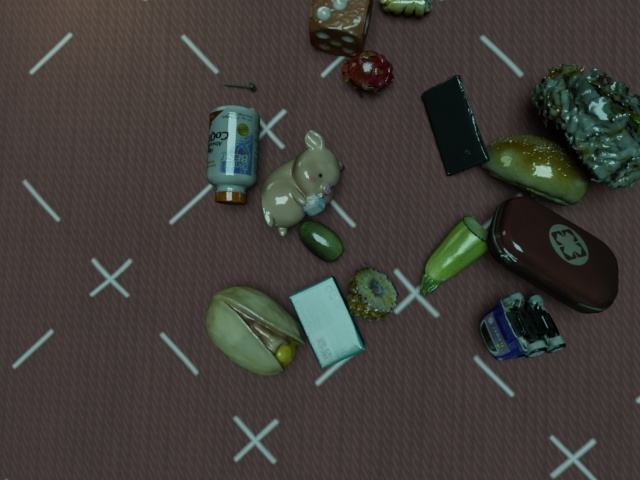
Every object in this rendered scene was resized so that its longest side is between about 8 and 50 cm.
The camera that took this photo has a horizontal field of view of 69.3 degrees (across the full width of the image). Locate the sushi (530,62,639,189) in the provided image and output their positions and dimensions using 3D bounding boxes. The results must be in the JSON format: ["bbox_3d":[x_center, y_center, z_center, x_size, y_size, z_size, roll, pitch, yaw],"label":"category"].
[{"bbox_3d":[0.774,-0.330,1.282,0.417,0.417,0.176,48,134,4],"label":"sushi"}]

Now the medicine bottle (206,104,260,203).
[{"bbox_3d":[-0.272,-0.259,1.443,0.156,0.157,0.289,2,87,4],"label":"medicine bottle"}]

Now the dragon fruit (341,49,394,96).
[{"bbox_3d":[0.144,-0.527,1.440,0.165,0.133,0.136,18,80,15],"label":"dragon fruit"}]

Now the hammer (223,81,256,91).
[{"bbox_3d":[-0.266,-0.506,1.520,0.110,0.035,0.019,8,87,13],"label":"hammer"}]

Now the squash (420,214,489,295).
[{"bbox_3d":[0.392,0.045,1.403,0.287,0.137,0.137,-39,86,4],"label":"squash"}]

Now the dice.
[{"bbox_3d":[0.062,-0.690,1.431,0.179,0.175,0.174,13,89,8],"label":"dice"}]

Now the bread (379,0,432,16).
[{"bbox_3d":[0.270,-0.772,1.463,0.177,0.084,0.119,8,87,5],"label":"bread"}]

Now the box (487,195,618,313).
[{"bbox_3d":[0.670,0.037,1.330,0.403,0.108,0.263,30,53,-3],"label":"box"}]

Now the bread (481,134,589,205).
[{"bbox_3d":[0.638,-0.211,1.353,0.314,0.192,0.171,25,108,9],"label":"bread"}]

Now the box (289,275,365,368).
[{"bbox_3d":[0.024,0.249,1.435,0.153,0.092,0.245,-24,85,4],"label":"box"}]

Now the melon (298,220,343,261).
[{"bbox_3d":[0.000,0.000,1.442,0.162,0.099,0.099,40,91,1],"label":"melon"}]

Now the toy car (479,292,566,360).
[{"bbox_3d":[0.585,0.265,1.356,0.235,0.158,0.172,5,55,-32],"label":"toy car"}]

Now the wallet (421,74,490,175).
[{"bbox_3d":[0.408,-0.352,1.424,0.146,0.030,0.285,-21,86,46],"label":"wallet"}]

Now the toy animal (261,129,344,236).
[{"bbox_3d":[-0.055,-0.165,1.397,0.256,0.195,0.213,-26,53,13],"label":"toy animal"}]

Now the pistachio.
[{"bbox_3d":[-0.201,0.262,1.383,0.308,0.230,0.230,34,90,13],"label":"pistachio"}]

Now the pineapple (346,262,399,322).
[{"bbox_3d":[0.134,0.180,1.409,0.161,0.176,0.137,25,131,-19],"label":"pineapple"}]
